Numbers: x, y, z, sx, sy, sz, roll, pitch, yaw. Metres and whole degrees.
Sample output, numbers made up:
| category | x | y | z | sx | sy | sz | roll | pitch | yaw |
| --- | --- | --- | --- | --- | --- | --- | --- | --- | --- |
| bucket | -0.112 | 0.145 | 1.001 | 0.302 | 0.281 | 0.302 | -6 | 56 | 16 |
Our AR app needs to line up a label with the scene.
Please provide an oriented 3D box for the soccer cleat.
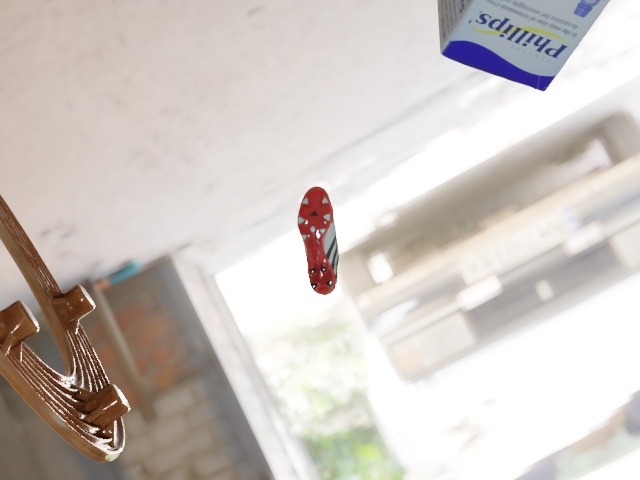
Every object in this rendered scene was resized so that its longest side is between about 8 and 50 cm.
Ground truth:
| category | x | y | z | sx | sy | sz | roll | pitch | yaw |
| --- | --- | --- | --- | --- | --- | --- | --- | --- | --- |
| soccer cleat | 0.000 | 0.000 | 1.341 | 0.029 | 0.083 | 0.035 | -6 | -176 | 10 |

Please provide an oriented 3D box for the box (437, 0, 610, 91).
| category | x | y | z | sx | sy | sz | roll | pitch | yaw |
| --- | --- | --- | --- | --- | --- | --- | --- | --- | --- |
| box | 0.127 | -0.181 | 1.021 | 0.072 | 0.126 | 0.137 | 18 | 133 | -17 |

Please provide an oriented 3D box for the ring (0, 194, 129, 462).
| category | x | y | z | sx | sy | sz | roll | pitch | yaw |
| --- | --- | --- | --- | --- | --- | --- | --- | --- | --- |
| ring | -0.211 | -0.010 | 1.106 | 0.032 | 0.337 | 0.336 | -33 | 165 | 1 |
